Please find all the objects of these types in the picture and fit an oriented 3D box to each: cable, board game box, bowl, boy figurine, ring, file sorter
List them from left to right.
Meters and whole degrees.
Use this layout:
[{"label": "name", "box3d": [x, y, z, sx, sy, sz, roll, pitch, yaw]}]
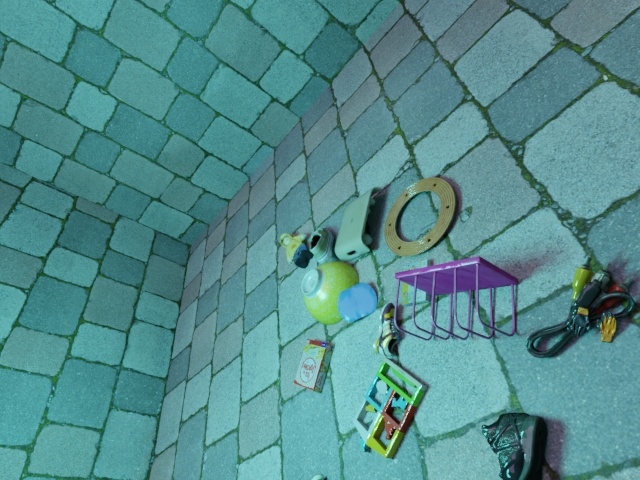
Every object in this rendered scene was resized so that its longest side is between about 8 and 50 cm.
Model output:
[{"label": "boy figurine", "box3d": [-0.132, 0.034, 2.166, 0.177, 0.092, 0.285, -58, 34, 11]}, {"label": "board game box", "box3d": [-0.028, 0.515, 1.678, 0.146, 0.045, 0.194, -8, 59, 53]}, {"label": "bowl", "box3d": [0.010, 0.205, 1.759, 0.289, 0.156, 0.290, -36, 40, 37]}, {"label": "board game box", "box3d": [0.150, 0.248, 1.620, 0.168, 0.033, 0.133, -27, 60, 15]}, {"label": "board game box", "box3d": [0.341, 0.151, 1.439, 0.103, 0.026, 0.154, -23, 48, 46]}, {"label": "ring", "box3d": [0.381, -0.090, 1.567, 0.336, 0.032, 0.337, -36, 40, 37]}, {"label": "file sorter", "box3d": [0.386, 0.186, 1.183, 0.290, 0.202, 0.182, -19, 54, 49]}, {"label": "cable", "box3d": [0.632, 0.186, 0.984, 0.139, 0.072, 0.287, 38, 114, 32]}]

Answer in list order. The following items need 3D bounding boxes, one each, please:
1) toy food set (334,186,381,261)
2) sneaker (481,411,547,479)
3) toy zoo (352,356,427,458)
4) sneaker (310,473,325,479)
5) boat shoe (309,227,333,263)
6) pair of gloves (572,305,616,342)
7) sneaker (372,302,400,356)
[{"label": "toy food set", "box3d": [0.178, -0.071, 1.814, 0.219, 0.092, 0.306, -29, 41, 59]}, {"label": "sneaker", "box3d": [0.442, 0.517, 0.953, 0.130, 0.087, 0.228, -11, 55, 54]}, {"label": "toy zoo", "box3d": [0.209, 0.553, 1.315, 0.192, 0.030, 0.293, 23, 86, 59]}, {"label": "sneaker", "box3d": [-0.031, 0.896, 1.363, 0.192, 0.064, 0.086, -60, 26, -3]}, {"label": "boat shoe", "box3d": [0.000, 0.000, 1.934, 0.109, 0.094, 0.302, -35, 22, 12]}, {"label": "pair of gloves", "box3d": [0.632, 0.194, 0.935, 0.083, 0.010, 0.074, 9, 103, 30]}, {"label": "sneaker", "box3d": [0.247, 0.313, 1.422, 0.083, 0.069, 0.186, 3, 74, 47]}]
